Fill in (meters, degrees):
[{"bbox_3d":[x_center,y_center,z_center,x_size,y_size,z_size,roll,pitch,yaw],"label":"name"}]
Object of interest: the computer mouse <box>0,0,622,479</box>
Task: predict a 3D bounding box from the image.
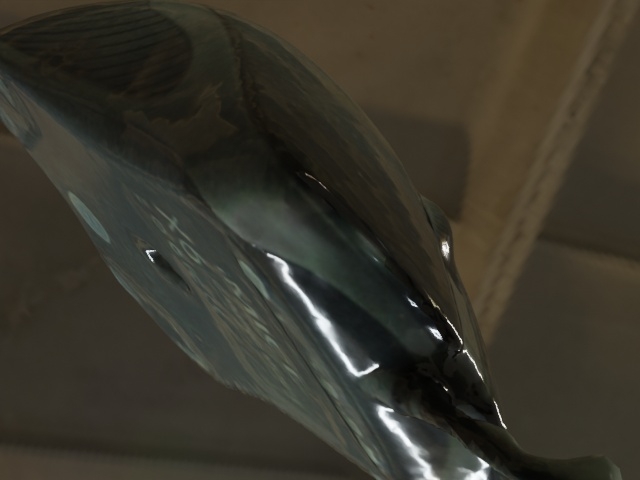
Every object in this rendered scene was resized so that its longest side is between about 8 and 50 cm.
[{"bbox_3d":[0.000,0.000,0.603,0.090,0.379,0.167,-41,-55,-12],"label":"computer mouse"}]
